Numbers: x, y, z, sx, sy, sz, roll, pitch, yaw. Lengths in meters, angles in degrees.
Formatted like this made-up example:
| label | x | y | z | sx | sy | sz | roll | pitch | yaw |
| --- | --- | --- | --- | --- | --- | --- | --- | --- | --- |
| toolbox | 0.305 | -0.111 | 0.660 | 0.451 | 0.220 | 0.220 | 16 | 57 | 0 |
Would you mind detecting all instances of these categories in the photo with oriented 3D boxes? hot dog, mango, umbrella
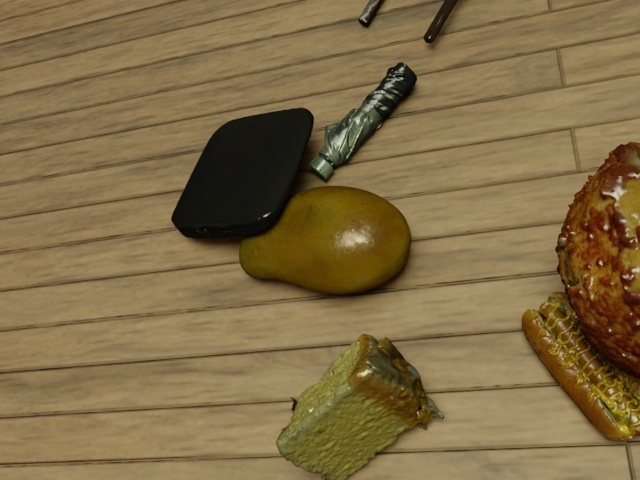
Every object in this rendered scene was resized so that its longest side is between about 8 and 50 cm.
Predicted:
| label | x | y | z | sx | sy | sz | roll | pitch | yaw |
| --- | --- | --- | --- | --- | --- | --- | --- | --- | --- |
| hot dog | 0.273 | 0.128 | 0.692 | 0.071 | 0.045 | 0.165 | -32 | 58 | 0 |
| mango | 0.000 | 0.000 | 0.825 | 0.227 | 0.099 | 0.136 | -4 | 65 | 28 |
| umbrella | 0.054 | -0.160 | 0.909 | 0.188 | 0.046 | 0.050 | -49 | 56 | -1 |

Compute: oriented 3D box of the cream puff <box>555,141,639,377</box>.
| label | x | y | z | sx | sy | sz | roll | pitch | yaw |
| --- | --- | --- | --- | --- | --- | --- | --- | --- | --- |
| cream puff | 0.312 | 0.023 | 0.627 | 0.164 | 0.240 | 0.240 | -4 | 63 | 38 |

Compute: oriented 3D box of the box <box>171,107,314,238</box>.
| label | x | y | z | sx | sy | sz | roll | pitch | yaw |
| --- | --- | --- | --- | --- | --- | --- | --- | --- | --- |
| box | -0.101 | -0.090 | 0.895 | 0.212 | 0.042 | 0.201 | -4 | 53 | 41 |

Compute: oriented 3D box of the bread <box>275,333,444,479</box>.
| label | x | y | z | sx | sy | sz | roll | pitch | yaw |
| --- | --- | --- | --- | --- | --- | --- | --- | --- | --- |
| bread | 0.027 | 0.164 | 0.708 | 0.147 | 0.152 | 0.127 | -40 | 58 | 8 |

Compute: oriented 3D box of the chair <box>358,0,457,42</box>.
| label | x | y | z | sx | sy | sz | roll | pitch | yaw |
| --- | --- | --- | --- | --- | --- | --- | --- | --- | --- |
| chair | 0.165 | -0.452 | 0.931 | 0.160 | 0.186 | 0.319 | 28 | 79 | 33 |
